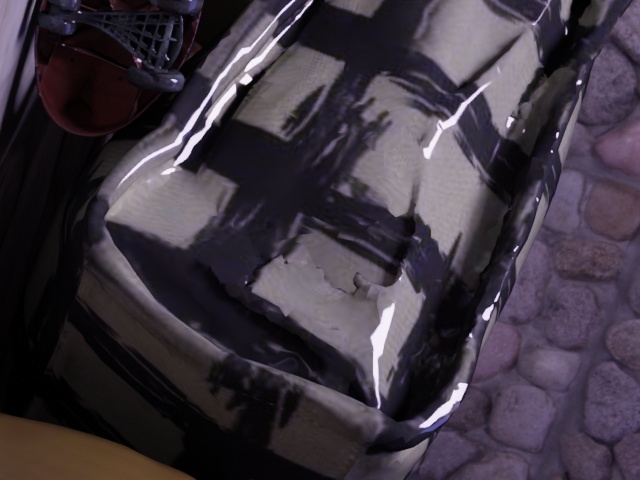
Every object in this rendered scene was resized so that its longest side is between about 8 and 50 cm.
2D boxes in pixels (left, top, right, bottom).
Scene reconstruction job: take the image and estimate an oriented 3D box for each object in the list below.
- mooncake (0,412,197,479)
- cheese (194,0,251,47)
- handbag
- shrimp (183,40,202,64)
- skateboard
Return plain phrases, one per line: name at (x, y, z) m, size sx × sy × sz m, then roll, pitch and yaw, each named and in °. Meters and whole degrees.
mooncake at (-0.112, 0.176, 0.540) m, size 0.235 × 0.117 × 0.235 m, roll 20°, pitch 90°, yaw -89°
cheese at (-0.004, -0.228, 0.865) m, size 0.163 × 0.082 × 0.286 m, roll -76°, pitch -177°, yaw -71°
handbag at (0.000, 0.000, 0.748) m, size 0.327 × 0.162 × 0.325 m, roll -53°, pitch 177°, yaw -34°
shrimp at (-0.077, -0.051, 1.027) m, size 0.289 × 0.075 × 0.178 m, roll -24°, pitch 131°, yaw -74°
skateboard at (-0.053, -0.107, 0.582) m, size 0.080 × 0.067 × 0.151 m, roll -114°, pitch -133°, yaw -73°
